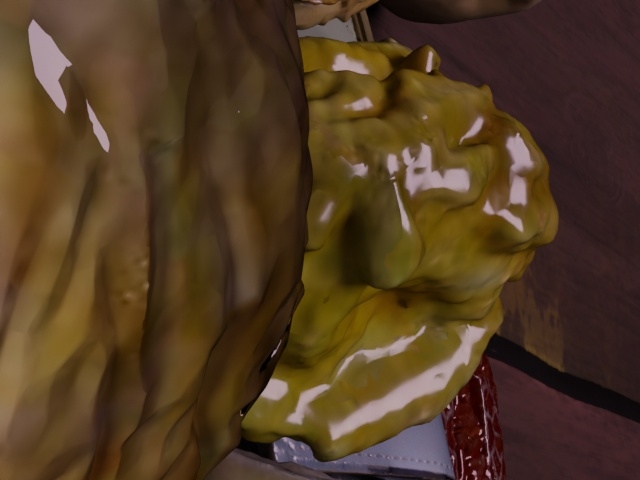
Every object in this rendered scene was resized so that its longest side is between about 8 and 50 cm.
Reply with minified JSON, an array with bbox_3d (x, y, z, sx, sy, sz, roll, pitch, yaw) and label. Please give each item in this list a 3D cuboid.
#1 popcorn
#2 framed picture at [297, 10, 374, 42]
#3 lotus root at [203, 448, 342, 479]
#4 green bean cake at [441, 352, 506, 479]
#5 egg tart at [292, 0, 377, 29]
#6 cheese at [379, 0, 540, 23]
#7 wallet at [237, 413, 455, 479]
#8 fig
[{"bbox_3d":[-0.001,-0.005,0.793,0.197,0.197,0.155,47,10,-51],"label":"popcorn"},{"bbox_3d":[-0.017,-0.146,0.993,0.136,0.010,0.201,17,54,-55],"label":"framed picture"},{"bbox_3d":[-0.017,0.165,0.713,0.272,0.272,0.192,36,65,-57],"label":"lotus root"},{"bbox_3d":[0.062,0.114,1.094,0.136,0.056,0.135,14,71,-64],"label":"green bean cake"},{"bbox_3d":[-0.054,-0.224,0.788,0.295,0.116,0.295,33,38,-30],"label":"egg tart"},{"bbox_3d":[0.113,-0.227,1.137,0.117,0.218,0.235,50,60,-43],"label":"cheese"},{"bbox_3d":[-0.011,0.019,0.953,0.170,0.069,0.231,16,57,-52],"label":"wallet"},{"bbox_3d":[-0.081,-0.052,0.449,0.286,0.369,0.286,14,68,-39],"label":"fig"}]
